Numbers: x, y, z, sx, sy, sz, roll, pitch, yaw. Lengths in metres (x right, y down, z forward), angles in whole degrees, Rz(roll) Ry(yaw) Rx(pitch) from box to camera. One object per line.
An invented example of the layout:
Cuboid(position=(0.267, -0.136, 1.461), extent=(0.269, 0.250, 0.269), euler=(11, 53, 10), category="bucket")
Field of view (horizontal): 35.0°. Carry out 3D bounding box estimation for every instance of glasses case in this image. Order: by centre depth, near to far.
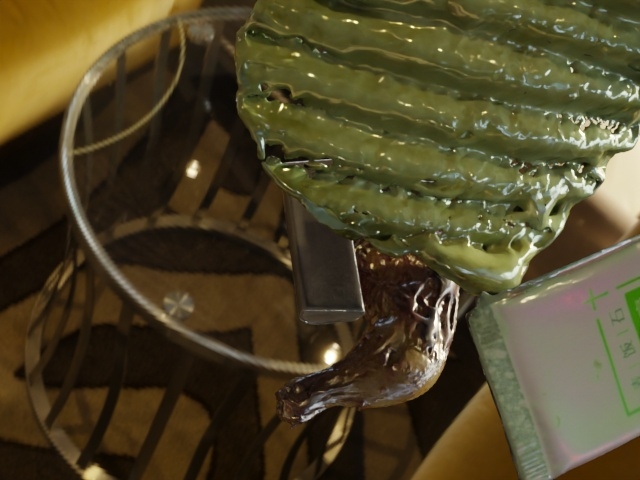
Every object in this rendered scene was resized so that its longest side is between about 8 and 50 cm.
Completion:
Cuboid(position=(0.000, -0.001, 1.122), extent=(0.072, 0.042, 0.191), euler=(-6, 64, -6), category="glasses case")

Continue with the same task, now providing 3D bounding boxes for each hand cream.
Cuboid(position=(0.196, 0.017, 0.457), extent=(0.275, 0.050, 0.079), euler=(-22, 71, -14), category="hand cream")

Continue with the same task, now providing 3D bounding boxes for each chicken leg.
Cuboid(position=(0.071, 0.091, 1.146), extent=(0.177, 0.083, 0.322), euler=(25, 60, -7), category="chicken leg")

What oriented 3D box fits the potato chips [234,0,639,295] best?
Cuboid(position=(0.140, -0.149, 0.871), extent=(0.389, 0.373, 0.097), euler=(32, 16, -25), category="potato chips")
